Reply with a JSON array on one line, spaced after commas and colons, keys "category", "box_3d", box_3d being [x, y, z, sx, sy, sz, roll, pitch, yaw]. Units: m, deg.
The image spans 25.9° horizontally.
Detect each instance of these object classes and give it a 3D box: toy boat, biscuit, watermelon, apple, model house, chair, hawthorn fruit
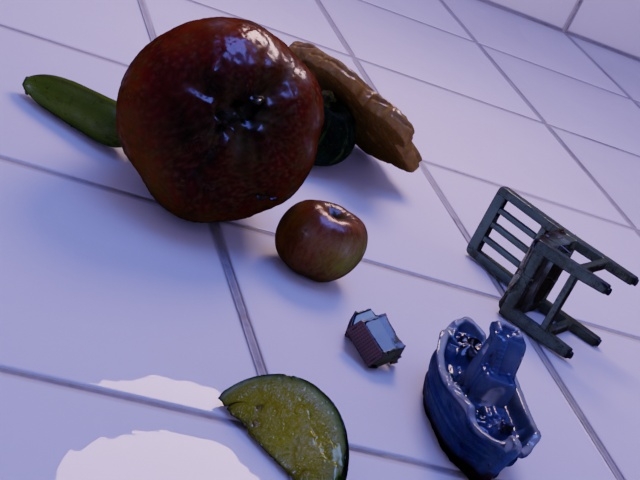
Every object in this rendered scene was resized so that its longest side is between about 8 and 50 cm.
[{"category": "toy boat", "box_3d": [0.201, 0.177, 1.695, 0.129, 0.142, 0.309, 22, 22, -15]}, {"category": "biscuit", "box_3d": [0.053, -0.235, 2.366, 0.269, 0.051, 0.376, 47, -8, -32]}, {"category": "watermelon", "box_3d": [-0.021, 0.214, 1.521, 0.092, 0.075, 0.181, -40, 56, -17]}, {"category": "apple", "box_3d": [0.001, 0.001, 1.921, 0.126, 0.102, 0.126, 24, 17, -8]}, {"category": "model house", "box_3d": [0.061, 0.125, 1.789, 0.058, 0.057, 0.083, -20, 66, -26]}, {"category": "chair", "box_3d": [0.325, 0.044, 2.124, 0.270, 0.136, 0.147, 38, 24, 23]}, {"category": "hawthorn fruit", "box_3d": [-0.146, -0.178, 1.953, 0.284, 0.285, 0.369, 21, 11, -12]}]

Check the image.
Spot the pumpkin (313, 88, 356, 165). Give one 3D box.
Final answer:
[{"category": "pumpkin", "box_3d": [-0.018, -0.193, 2.298, 0.167, 0.125, 0.167, 30, -1, 1]}]

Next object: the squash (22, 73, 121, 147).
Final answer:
[{"category": "squash", "box_3d": [-0.349, -0.192, 2.030, 0.201, 0.066, 0.066, 25, 21, 17]}]
